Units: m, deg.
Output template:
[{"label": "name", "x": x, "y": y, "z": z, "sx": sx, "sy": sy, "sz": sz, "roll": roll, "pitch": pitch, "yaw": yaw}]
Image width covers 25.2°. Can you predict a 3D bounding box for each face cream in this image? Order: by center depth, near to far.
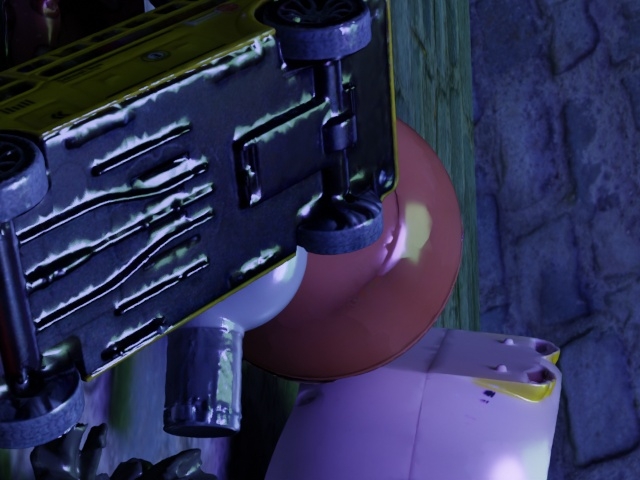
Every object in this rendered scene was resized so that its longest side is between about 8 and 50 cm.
[{"label": "face cream", "x": -0.077, "y": -0.008, "z": 1.011, "sx": 0.071, "sy": 0.144, "sz": 0.291, "roll": 72, "pitch": 17, "yaw": -71}]

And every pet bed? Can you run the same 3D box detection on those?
[{"label": "pet bed", "x": -0.153, "y": -0.109, "z": 0.918, "sx": 0.201, "sy": 0.053, "sz": 0.201, "roll": 0, "pitch": 90, "yaw": -77}]

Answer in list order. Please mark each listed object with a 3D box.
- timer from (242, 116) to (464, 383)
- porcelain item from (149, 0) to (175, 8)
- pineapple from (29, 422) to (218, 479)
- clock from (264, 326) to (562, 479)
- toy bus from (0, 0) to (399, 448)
[{"label": "timer", "x": 0.000, "y": 0.000, "z": 1.153, "sx": 0.215, "sy": 0.229, "sz": 0.230, "roll": 74, "pitch": 16, "yaw": -74}, {"label": "porcelain item", "x": -0.087, "y": -0.285, "z": 0.907, "sx": 0.281, "sy": 0.157, "sz": 0.286, "roll": 41, "pitch": 29, "yaw": -70}, {"label": "pineapple", "x": -0.103, "y": 0.214, "z": 0.901, "sx": 0.170, "sy": 0.141, "sz": 0.310, "roll": -63, "pitch": 150, "yaw": -14}, {"label": "clock", "x": 0.071, "y": 0.271, "z": 1.308, "sx": 0.368, "sy": 0.250, "sz": 0.377, "roll": -39, "pitch": 137, "yaw": -76}, {"label": "toy bus", "x": -0.103, "y": -0.032, "z": 0.749, "sx": 0.331, "sy": 0.151, "sz": 0.145, "roll": -31, "pitch": 129, "yaw": -38}]
